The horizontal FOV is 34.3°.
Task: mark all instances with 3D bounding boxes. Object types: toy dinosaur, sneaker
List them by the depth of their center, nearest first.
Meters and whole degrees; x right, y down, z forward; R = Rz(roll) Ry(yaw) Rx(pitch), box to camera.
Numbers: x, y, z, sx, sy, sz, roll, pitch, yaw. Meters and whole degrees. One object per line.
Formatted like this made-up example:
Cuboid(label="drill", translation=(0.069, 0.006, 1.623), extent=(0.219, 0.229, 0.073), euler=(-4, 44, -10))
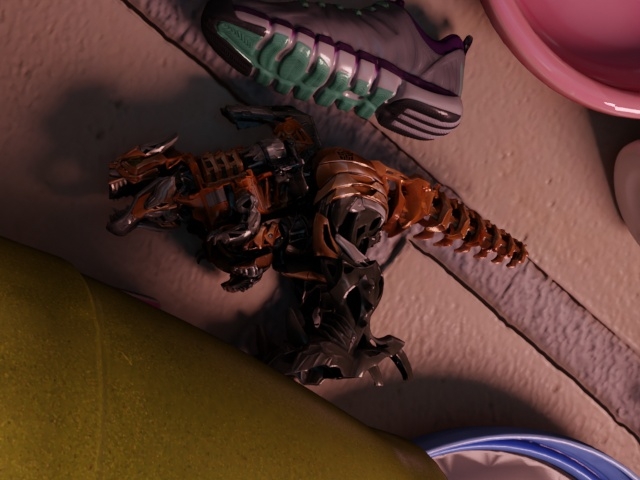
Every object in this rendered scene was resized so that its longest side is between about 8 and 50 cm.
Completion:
Cuboid(label="toy dinosaur", translation=(0.000, 0.000, 0.801), extent=(0.322, 0.164, 0.218), euler=(0, 78, 9))
Cuboid(label="sneaker", translation=(0.016, -0.161, 0.832), extent=(0.224, 0.083, 0.098), euler=(21, 70, -17))

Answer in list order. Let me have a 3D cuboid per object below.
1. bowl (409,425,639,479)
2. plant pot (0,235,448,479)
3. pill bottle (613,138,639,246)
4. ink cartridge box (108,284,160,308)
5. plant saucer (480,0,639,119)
Cuboid(label="bowl", translation=(0.136, 0.345, 0.889), extent=(0.391, 0.077, 0.391), euler=(-1, 96, -12))
Cuboid(label="plant pot", translation=(-0.108, 0.204, 0.633), extent=(0.353, 0.366, 0.366), euler=(18, 91, -29))
Cuboid(label="pill bottle", translation=(0.369, -0.063, 0.881), extent=(0.208, 0.119, 0.119), euler=(-22, 99, -9))
Cuboid(label="ink cartridge box", translation=(-0.257, 0.197, 0.776), extent=(0.176, 0.069, 0.371), euler=(17, 87, -18))
Cuboid(label="plant saucer", translation=(0.268, -0.265, 0.860), extent=(0.332, 0.084, 0.332), euler=(-1, 94, -11))
